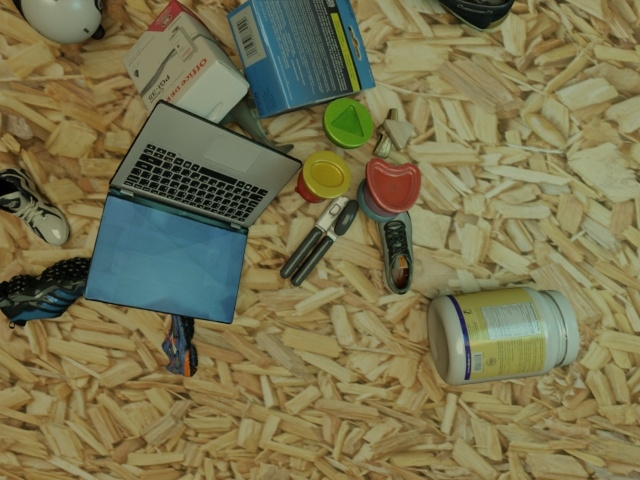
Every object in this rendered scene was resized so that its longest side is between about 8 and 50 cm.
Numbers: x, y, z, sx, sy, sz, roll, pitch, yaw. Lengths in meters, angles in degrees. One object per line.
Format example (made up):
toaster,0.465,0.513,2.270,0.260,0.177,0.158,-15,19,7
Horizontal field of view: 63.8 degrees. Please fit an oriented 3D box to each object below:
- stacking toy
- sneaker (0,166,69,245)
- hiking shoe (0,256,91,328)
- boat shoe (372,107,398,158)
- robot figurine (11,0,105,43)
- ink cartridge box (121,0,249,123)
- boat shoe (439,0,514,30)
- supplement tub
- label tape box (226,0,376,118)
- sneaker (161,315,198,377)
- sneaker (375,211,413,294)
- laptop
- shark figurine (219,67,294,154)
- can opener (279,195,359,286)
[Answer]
stacking toy,0.095,-0.194,1.321,0.309,0.130,0.279,15,71,-17
sneaker,-0.747,-0.079,1.299,0.094,0.153,0.234,-27,99,3
hiking shoe,-0.695,0.136,1.375,0.304,0.113,0.132,-14,129,-7
boat shoe,0.172,-0.288,1.372,0.045,0.050,0.135,11,98,-10
robot figurine,-0.618,-0.572,1.191,0.209,0.278,0.173,-14,136,-37
ink cartridge box,-0.320,-0.393,1.204,0.207,0.117,0.283,-43,57,13
boat shoe,0.272,-0.700,1.267,0.501,0.156,0.186,31,97,-6
supplement tub,0.475,0.249,1.372,0.332,0.241,0.240,-6,99,-3
label tape box,-0.033,-0.460,1.270,0.348,0.115,0.249,-29,104,-44
sneaker,-0.396,0.271,1.410,0.087,0.083,0.221,-3,95,5
sneaker,0.212,0.017,1.391,0.101,0.108,0.271,-8,97,0
laptop,-0.282,-0.038,1.201,0.382,0.236,0.408,18,129,-38
shark figurine,-0.196,-0.300,1.318,0.116,0.166,0.278,-44,127,-20
can opener,0.000,0.000,1.380,0.076,0.095,0.283,38,88,-7
